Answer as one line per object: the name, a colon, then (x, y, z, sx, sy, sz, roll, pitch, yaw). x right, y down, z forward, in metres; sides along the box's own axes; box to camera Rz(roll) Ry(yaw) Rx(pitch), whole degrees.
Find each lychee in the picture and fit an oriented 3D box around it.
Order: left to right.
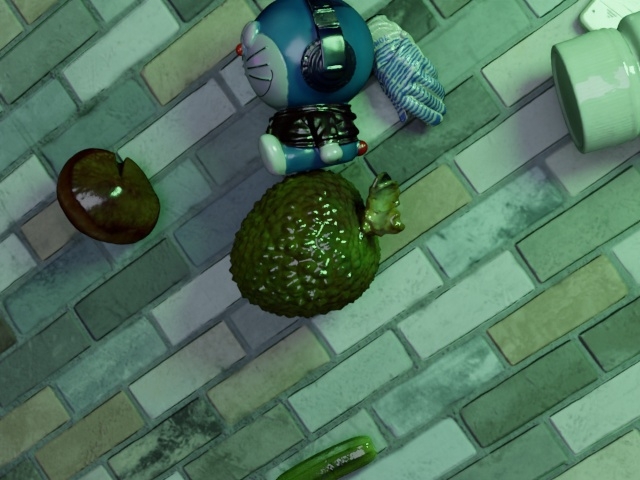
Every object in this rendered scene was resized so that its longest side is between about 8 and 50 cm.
lychee: (-0.011, 0.004, 1.400, 0.320, 0.270, 0.269, -13, 92, -3)

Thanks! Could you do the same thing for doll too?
doll: (-0.023, -0.282, 1.379, 0.240, 0.284, 0.309, -10, 100, -16)

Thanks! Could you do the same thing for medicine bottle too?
medicine bottle: (0.585, -0.286, 1.291, 0.372, 0.211, 0.211, -17, 91, 12)

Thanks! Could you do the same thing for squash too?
squash: (0.004, 0.444, 1.529, 0.229, 0.066, 0.066, -30, 88, 11)

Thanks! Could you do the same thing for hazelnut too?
hazelnut: (-0.411, -0.074, 1.521, 0.204, 0.178, 0.178, 31, 101, -24)

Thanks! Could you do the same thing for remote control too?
remote control: (0.538, -0.433, 1.378, 0.087, 0.029, 0.190, 39, 97, 6)

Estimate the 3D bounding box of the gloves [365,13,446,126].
gloves: (0.148, -0.304, 1.438, 0.229, 0.097, 0.119, 49, 131, -1)
